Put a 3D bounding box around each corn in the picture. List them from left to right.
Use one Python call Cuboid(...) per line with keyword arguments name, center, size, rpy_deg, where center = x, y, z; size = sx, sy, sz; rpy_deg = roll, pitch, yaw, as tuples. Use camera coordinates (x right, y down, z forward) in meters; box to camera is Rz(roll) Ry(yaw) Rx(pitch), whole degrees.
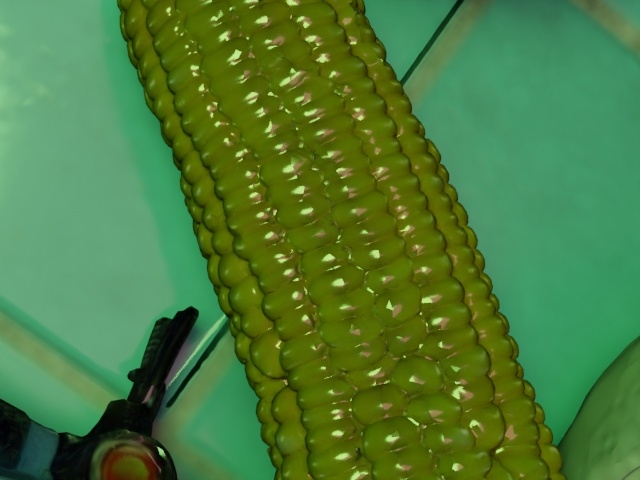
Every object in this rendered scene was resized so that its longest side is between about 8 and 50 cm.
Cuboid(name="corn", center=(0.005, -0.001, 0.448), size=(0.102, 0.102, 0.313), rpy_deg=(-16, 81, -13))

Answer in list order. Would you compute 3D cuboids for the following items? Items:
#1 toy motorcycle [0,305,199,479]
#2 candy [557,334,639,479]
Cuboid(name="toy motorcycle", center=(-0.165, 0.143, 0.415), size=(0.212, 0.125, 0.359), rpy_deg=(13, 87, -21))
Cuboid(name="candy", center=(0.265, 0.168, 0.412), size=(0.426, 0.186, 0.386), rpy_deg=(21, 106, 25))
